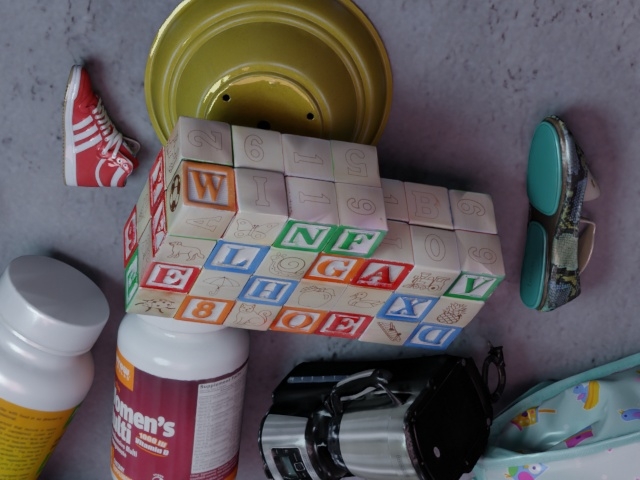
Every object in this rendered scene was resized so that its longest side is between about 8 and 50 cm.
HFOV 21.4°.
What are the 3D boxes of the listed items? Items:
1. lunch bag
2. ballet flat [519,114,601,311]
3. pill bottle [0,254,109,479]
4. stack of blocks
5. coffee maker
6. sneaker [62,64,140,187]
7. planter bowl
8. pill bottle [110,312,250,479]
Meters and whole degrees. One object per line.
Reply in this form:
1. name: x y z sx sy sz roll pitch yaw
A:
1. lunch bag: 0.285 0.233 1.568 0.262 0.160 0.223 -20 116 5
2. ballet flat: 0.215 -0.026 1.496 0.070 0.070 0.188 4 119 -1
3. pill bottle: -0.290 0.138 1.542 0.136 0.136 0.245 27 115 -12
4. stack of blocks: 0.000 0.000 1.418 0.297 0.087 0.171 8 145 -20
5. coffee maker: 0.057 0.165 1.543 0.178 0.171 0.120 -5 95 37
6. sneaker: -0.189 -0.097 1.471 0.067 0.042 0.118 7 125 2
7. planter bowl: -0.046 -0.112 1.435 0.217 0.090 0.217 0 118 1
8. pill bottle: -0.127 0.125 1.540 0.121 0.121 0.221 6 117 -2
